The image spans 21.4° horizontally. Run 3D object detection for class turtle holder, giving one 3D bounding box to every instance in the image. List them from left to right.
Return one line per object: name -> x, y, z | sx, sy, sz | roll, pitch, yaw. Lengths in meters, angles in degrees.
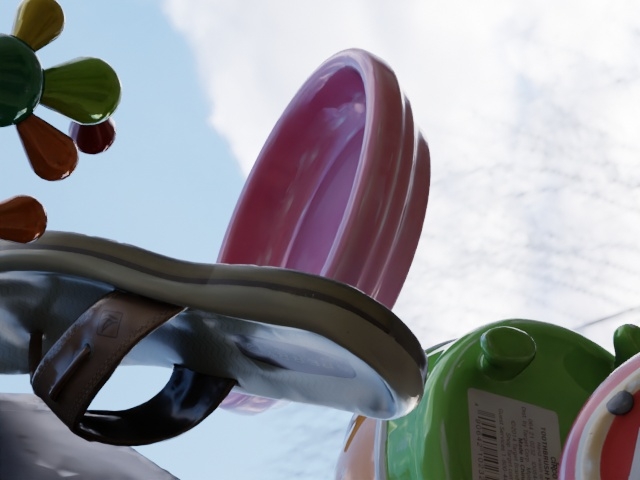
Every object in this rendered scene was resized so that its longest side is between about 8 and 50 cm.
turtle holder -> 0.151, 0.182, 1.255 | 0.320, 0.227, 0.243 | -18, -98, -45

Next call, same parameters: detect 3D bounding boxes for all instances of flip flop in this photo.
flip flop -> -0.081, 0.060, 0.807 | 0.112, 0.277, 0.080 | 55, -130, -51

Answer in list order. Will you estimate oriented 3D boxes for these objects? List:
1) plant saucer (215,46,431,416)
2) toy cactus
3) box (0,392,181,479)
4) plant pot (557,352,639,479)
plant saucer -> 0.000, 0.000, 1.468 | 0.084, 0.332, 0.332 | 22, -127, -19
toy cactus -> -0.171, -0.059, 0.648 | 0.219, 0.180, 0.112 | -4, -112, -21
box -> -0.188, 0.189, 0.699 | 0.343, 0.312, 0.179 | 7, -79, -41
plant pot -> 0.237, 0.150, 0.942 | 0.174, 0.191, 0.191 | 46, -140, -44
